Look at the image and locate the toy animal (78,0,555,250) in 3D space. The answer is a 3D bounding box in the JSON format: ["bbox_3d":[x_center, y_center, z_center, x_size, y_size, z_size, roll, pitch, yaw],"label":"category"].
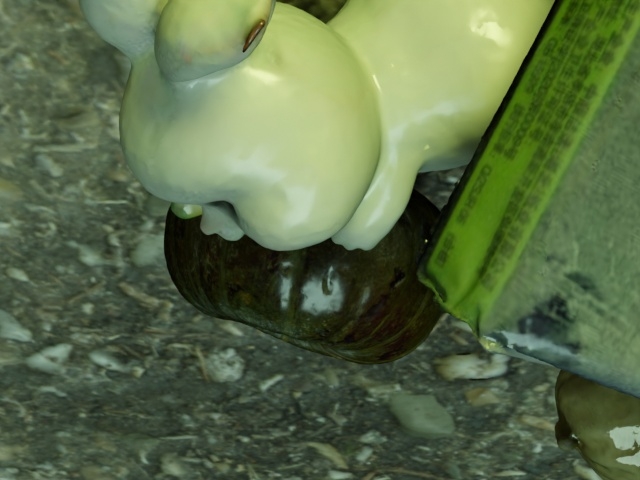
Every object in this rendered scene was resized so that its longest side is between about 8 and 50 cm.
[{"bbox_3d":[0.003,-0.096,1.026,0.310,0.183,0.247,-9,134,-23],"label":"toy animal"}]

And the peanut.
[{"bbox_3d":[0.340,0.166,1.484,0.291,0.143,0.159,3,144,-8],"label":"peanut"}]

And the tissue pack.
[{"bbox_3d":[0.267,-0.087,0.965,0.288,0.124,0.394,22,100,-26],"label":"tissue pack"}]

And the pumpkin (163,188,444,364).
[{"bbox_3d":[0.000,0.000,1.242,0.219,0.162,0.219,18,169,3],"label":"pumpkin"}]
